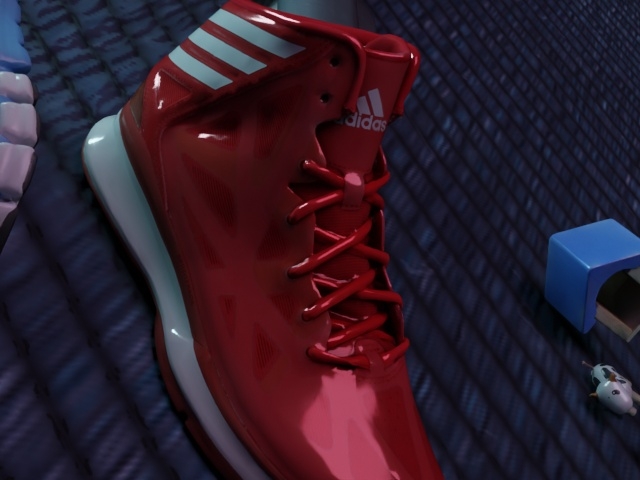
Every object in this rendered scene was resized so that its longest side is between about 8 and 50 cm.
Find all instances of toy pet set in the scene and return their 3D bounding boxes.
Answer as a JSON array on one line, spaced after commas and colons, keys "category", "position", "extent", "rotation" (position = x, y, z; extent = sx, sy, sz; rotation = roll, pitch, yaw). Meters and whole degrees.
[{"category": "toy pet set", "position": [0.179, 0.030, 0.621], "extent": [0.065, 0.122, 0.114], "rotation": [34, 10, -33]}]

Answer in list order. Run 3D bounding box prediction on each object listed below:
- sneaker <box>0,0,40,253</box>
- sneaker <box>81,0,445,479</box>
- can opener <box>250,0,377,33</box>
[{"category": "sneaker", "position": [-0.147, -0.079, 0.393], "extent": [0.083, 0.071, 0.190], "rotation": [16, 39, -32]}, {"category": "sneaker", "position": [0.000, 0.000, 0.411], "extent": [0.087, 0.128, 0.221], "rotation": [-6, 55, -54]}, {"category": "can opener", "position": [0.000, -0.100, 0.602], "extent": [0.093, 0.074, 0.280], "rotation": [34, 30, -21]}]
